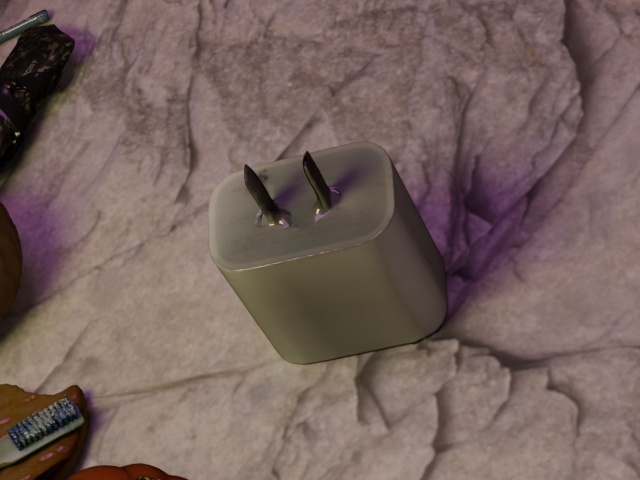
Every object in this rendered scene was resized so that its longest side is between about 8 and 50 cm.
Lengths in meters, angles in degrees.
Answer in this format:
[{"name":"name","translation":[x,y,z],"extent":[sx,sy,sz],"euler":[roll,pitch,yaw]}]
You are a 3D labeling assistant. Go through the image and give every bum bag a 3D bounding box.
[{"name":"bum bag","translation":[-0.361,-0.160,2.243],"extent":[0.102,0.069,0.248],"euler":[-21,40,56]}]

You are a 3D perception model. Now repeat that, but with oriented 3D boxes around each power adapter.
[{"name":"power adapter","translation":[0.000,0.000,1.862],"extent":[0.187,0.255,0.124],"euler":[-13,55,13]}]

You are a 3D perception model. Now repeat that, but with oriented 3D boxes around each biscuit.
[{"name":"biscuit","translation":[-0.348,0.224,1.958],"extent":[0.228,0.031,0.176],"euler":[-8,47,4]}]

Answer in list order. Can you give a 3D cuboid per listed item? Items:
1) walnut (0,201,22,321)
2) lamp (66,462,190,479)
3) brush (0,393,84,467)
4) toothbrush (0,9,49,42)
[{"name":"walnut","translation":[-0.427,0.019,2.042],"extent":[0.228,0.228,0.228],"euler":[-11,52,15]},{"name":"lamp","translation":[-0.172,0.304,1.747],"extent":[0.223,0.196,0.223],"euler":[14,41,-12]},{"name":"brush","translation":[-0.317,0.209,1.925],"extent":[0.178,0.030,0.033],"euler":[-30,61,-16]},{"name":"toothbrush","translation":[-0.428,-0.226,2.353],"extent":[0.219,0.016,0.019],"euler":[-26,52,2]}]
